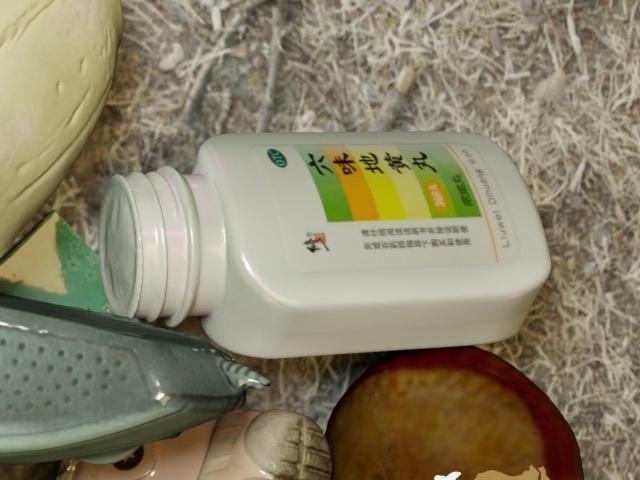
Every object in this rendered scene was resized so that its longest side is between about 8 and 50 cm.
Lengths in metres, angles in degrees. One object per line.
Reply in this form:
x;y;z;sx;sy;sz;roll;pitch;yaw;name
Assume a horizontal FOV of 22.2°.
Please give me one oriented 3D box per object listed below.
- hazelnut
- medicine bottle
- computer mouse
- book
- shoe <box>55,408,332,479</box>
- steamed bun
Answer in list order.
0.098;0.199;1.283;0.229;0.229;0.230;-2;94;-23;hazelnut
0.000;0.000;1.239;0.324;0.124;0.179;-3;50;-21;medicine bottle
-0.217;0.091;1.092;0.370;0.188;0.122;9;90;10;computer mouse
-0.216;0.059;1.234;0.135;0.017;0.103;-45;108;-14;book
-0.135;0.271;1.192;0.351;0.198;0.172;-66;156;-14;shoe
-0.260;-0.104;1.091;0.250;0.200;0.155;-63;148;-15;steamed bun
